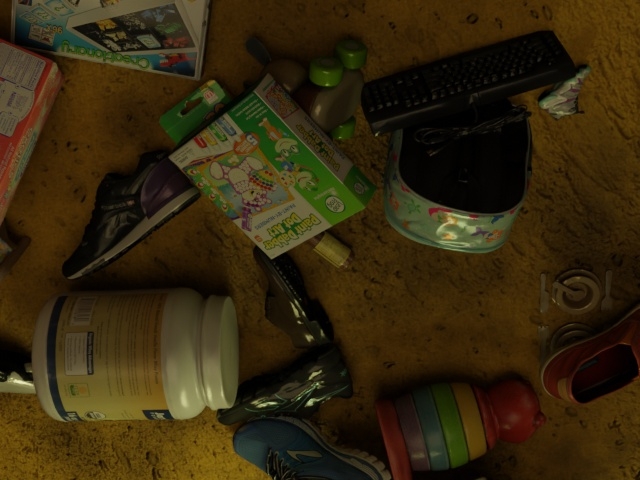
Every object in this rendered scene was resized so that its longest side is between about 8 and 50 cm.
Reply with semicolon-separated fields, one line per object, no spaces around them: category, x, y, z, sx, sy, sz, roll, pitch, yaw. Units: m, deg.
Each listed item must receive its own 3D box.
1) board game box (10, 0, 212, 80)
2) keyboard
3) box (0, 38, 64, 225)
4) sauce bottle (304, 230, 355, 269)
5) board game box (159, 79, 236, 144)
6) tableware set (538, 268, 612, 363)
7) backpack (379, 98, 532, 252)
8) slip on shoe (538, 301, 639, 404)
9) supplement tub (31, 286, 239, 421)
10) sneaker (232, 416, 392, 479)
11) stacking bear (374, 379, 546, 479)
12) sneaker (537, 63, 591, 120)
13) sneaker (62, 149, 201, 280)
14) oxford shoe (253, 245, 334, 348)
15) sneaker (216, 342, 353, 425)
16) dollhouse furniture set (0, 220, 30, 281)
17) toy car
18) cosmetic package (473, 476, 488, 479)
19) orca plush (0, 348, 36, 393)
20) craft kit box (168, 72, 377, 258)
board game box;-0.322;-0.372;1.541;0.305;0.053;0.193;11;114;-1
keyboard;0.221;-0.221;1.479;0.317;0.202;0.033;-17;136;3
box;-0.530;-0.160;1.542;0.154;0.142;0.300;22;86;-6
sauce bottle;0.000;0.000;1.697;0.128;0.042;0.042;38;112;-14
board game box;-0.141;-0.138;1.648;0.124;0.039;0.259;-33;111;17
tableware set;0.448;0.143;1.733;0.128;0.039;0.194;-3;115;5
backpack;0.205;-0.096;1.525;0.225;0.254;0.191;11;135;-3
slip on shoe;0.537;0.187;1.691;0.331;0.101;0.123;-25;109;-4
supplement tub;-0.309;0.195;1.707;0.316;0.228;0.228;-2;115;5
sneaker;-0.038;0.413;1.788;0.329;0.147;0.130;16;119;34
stacking bear;0.254;0.328;1.777;0.288;0.175;0.164;-14;121;0
sneaker;0.401;-0.228;1.568;0.069;0.038;0.098;43;120;-16
sneaker;-0.344;-0.047;1.684;0.283;0.107;0.124;-35;93;14
oxford shoe;-0.068;0.102;1.729;0.096;0.083;0.227;-21;111;18
sneaker;-0.066;0.287;1.798;0.267;0.101;0.106;-26;104;15
dollhouse furniture set;-0.774;0.057;1.661;0.362;0.256;0.394;41;111;-14
toy car;-0.039;-0.245;1.559;0.188;0.149;0.155;24;129;20
cosmetic package;0.233;0.692;1.751;0.329;0.394;0.327;-21;143;13
orca plush;-0.646;0.212;1.814;0.287;0.102;0.151;5;157;-8
craft kit box;-0.079;-0.107;1.554;0.246;0.061;0.249;43;139;-17
